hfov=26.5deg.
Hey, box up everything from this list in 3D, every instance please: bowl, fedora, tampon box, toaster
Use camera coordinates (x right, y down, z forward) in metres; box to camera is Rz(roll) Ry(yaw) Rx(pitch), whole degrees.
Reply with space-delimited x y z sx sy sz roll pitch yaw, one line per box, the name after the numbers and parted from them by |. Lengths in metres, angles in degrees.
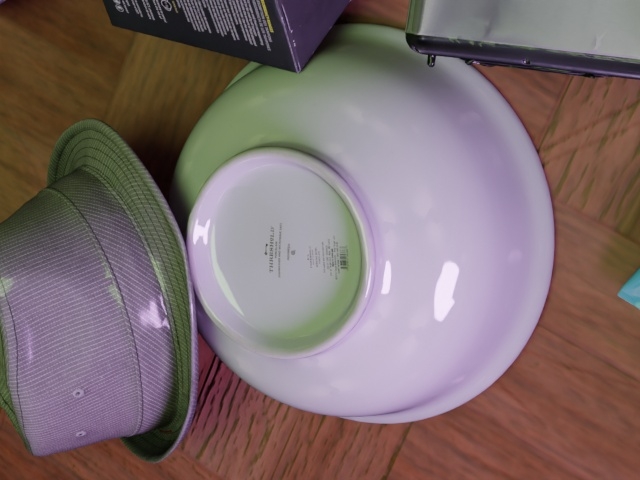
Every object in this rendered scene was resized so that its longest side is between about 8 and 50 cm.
0.000 0.000 0.941 0.298 0.134 0.297 6 102 28 | bowl
-0.193 0.057 0.998 0.243 0.124 0.275 54 149 29 | fedora
-0.063 -0.205 0.927 0.161 0.120 0.101 18 148 25 | tampon box
0.147 -0.153 0.818 0.186 0.168 0.110 10 101 25 | toaster

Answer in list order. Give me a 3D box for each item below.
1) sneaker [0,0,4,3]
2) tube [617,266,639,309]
-0.199 -0.282 1.030 0.099 0.153 0.282 54 148 7 | sneaker
0.272 -0.025 0.843 0.080 0.052 0.207 36 117 18 | tube
